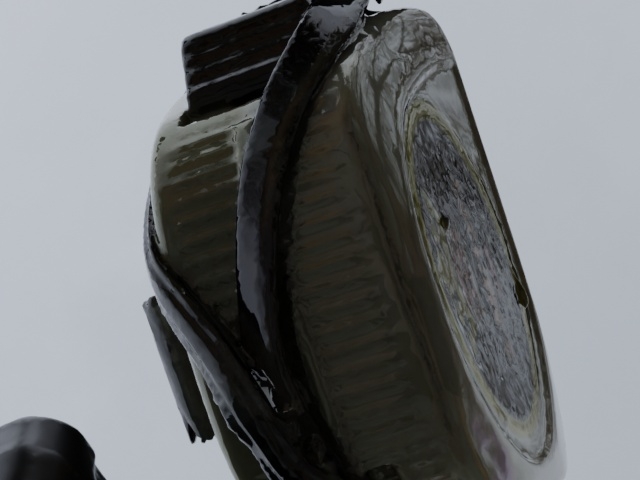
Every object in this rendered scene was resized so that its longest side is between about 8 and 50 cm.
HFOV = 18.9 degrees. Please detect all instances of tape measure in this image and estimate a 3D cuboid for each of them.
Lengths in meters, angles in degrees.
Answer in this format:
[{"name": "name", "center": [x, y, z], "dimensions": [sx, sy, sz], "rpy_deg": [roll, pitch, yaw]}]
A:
[{"name": "tape measure", "center": [0.000, 0.000, 0.822], "dimensions": [0.133, 0.231, 0.271], "rpy_deg": [-17, -95, 18]}]

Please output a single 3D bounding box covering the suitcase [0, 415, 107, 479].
[{"name": "suitcase", "center": [-0.173, 0.197, 0.744], "dimensions": [0.286, 0.066, 0.206], "rpy_deg": [-23, -62, 15]}]
